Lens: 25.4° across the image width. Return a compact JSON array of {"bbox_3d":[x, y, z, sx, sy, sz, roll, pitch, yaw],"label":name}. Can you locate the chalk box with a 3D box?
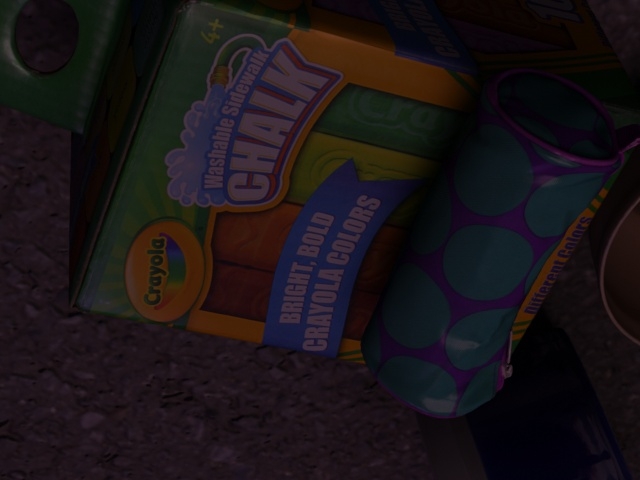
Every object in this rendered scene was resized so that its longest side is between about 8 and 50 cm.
[{"bbox_3d":[-0.025,-0.070,0.696,0.289,0.179,0.180,11,127,-19],"label":"chalk box"}]

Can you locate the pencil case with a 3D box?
[{"bbox_3d":[0.074,0.003,0.616,0.070,0.064,0.152,20,124,-5],"label":"pencil case"}]

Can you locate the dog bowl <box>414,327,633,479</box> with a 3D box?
[{"bbox_3d":[0.152,0.192,0.891,0.104,0.265,0.265,-22,130,6],"label":"dog bowl"}]

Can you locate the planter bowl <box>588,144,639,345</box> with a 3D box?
[{"bbox_3d":[0.225,-0.027,0.822,0.162,0.109,0.162,-5,131,-6],"label":"planter bowl"}]
